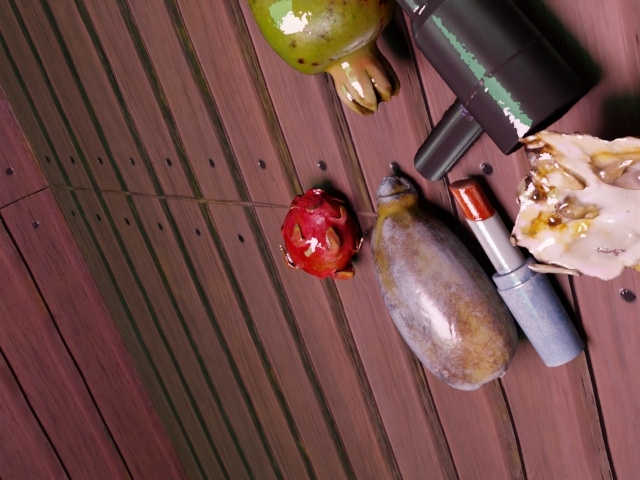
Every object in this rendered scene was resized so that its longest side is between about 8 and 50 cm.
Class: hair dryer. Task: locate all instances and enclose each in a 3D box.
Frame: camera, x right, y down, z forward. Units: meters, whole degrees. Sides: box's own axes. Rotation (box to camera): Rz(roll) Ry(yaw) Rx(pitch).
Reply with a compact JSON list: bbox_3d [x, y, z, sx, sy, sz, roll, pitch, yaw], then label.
[{"bbox_3d":[0.150,-0.187,0.956,0.244,0.116,0.302,53,154,9],"label":"hair dryer"}]

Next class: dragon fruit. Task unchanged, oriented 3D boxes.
[{"bbox_3d":[0.000,0.000,1.271,0.136,0.133,0.166,27,148,50],"label":"dragon fruit"}]

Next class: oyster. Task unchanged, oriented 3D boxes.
[{"bbox_3d":[0.355,-0.048,0.783,0.354,0.107,0.201,1,129,43],"label":"oyster"}]

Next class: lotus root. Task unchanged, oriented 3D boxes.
[{"bbox_3d":[0.149,0.060,1.107,0.322,0.140,0.158,58,171,9],"label":"lotus root"}]

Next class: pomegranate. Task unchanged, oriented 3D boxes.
[{"bbox_3d":[0.022,-0.283,0.942,0.159,0.190,0.241,-22,75,28],"label":"pomegranate"}]

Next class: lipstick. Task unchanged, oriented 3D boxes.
[{"bbox_3d":[0.254,0.037,1.036,0.274,0.061,0.068,59,159,-4],"label":"lipstick"}]
